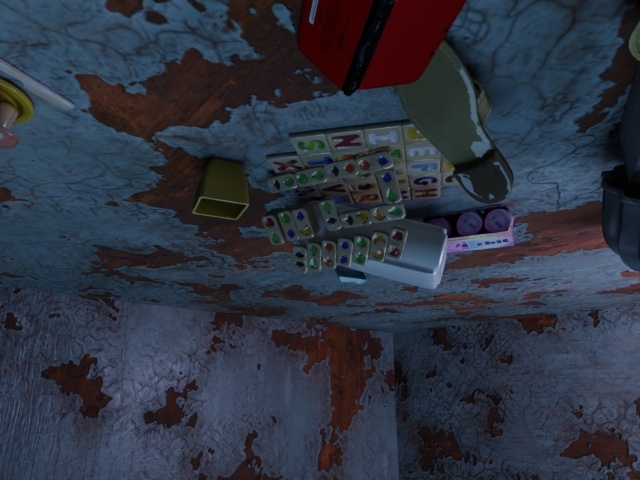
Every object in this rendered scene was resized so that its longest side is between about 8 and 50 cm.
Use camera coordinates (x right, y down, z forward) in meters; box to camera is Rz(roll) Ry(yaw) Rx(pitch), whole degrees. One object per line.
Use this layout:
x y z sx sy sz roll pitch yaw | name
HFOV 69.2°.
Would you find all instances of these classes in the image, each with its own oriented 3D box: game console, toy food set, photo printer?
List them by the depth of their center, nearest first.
0.053 -0.220 0.461 0.124 0.085 0.144 45 160 5 | game console
-0.457 -0.161 0.602 0.218 0.071 0.128 -5 161 16 | toy food set
0.099 0.009 0.952 0.307 0.107 0.256 14 173 16 | photo printer

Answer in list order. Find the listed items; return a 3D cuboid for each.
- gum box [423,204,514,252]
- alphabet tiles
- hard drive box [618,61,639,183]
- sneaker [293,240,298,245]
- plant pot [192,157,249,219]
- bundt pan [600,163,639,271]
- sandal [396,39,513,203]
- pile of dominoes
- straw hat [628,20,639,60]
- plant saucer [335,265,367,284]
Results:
0.336 -0.021 1.038 0.188 0.062 0.107 -8 160 26 | gum box
0.094 -0.123 0.812 0.342 0.011 0.285 -4 161 12 | alphabet tiles
0.480 -0.164 0.552 0.181 0.089 0.232 -8 161 22 | hard drive box
0.000 0.000 1.133 0.135 0.052 0.058 0 158 -2 | sneaker
-0.169 -0.091 0.794 0.081 0.083 0.081 8 160 -23 | plant pot
0.571 -0.012 0.662 0.331 0.124 0.331 0 -156 0 | bundt pan
0.175 -0.159 0.583 0.088 0.079 0.240 -16 122 41 | sandal
0.022 -0.032 0.798 0.251 0.196 0.040 -9 -158 28 | pile of dominoes
0.352 -0.224 0.413 0.144 0.061 0.144 3 168 1 | straw hat
0.061 0.063 1.098 0.067 0.018 0.192 7 -166 -7 | plant saucer
